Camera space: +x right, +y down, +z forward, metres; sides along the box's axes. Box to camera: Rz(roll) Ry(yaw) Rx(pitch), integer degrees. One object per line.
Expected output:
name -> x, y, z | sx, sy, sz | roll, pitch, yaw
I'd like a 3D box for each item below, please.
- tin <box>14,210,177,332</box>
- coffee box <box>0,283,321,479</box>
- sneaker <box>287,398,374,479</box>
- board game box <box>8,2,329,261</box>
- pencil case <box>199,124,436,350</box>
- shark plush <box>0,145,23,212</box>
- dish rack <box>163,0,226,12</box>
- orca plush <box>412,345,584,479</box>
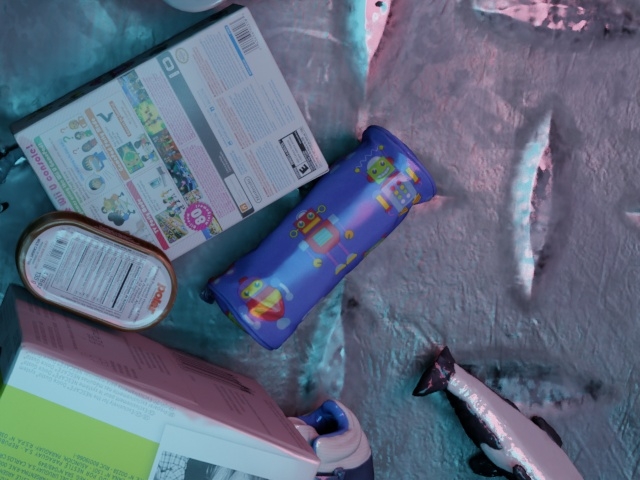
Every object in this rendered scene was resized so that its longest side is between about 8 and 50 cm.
tin -> -0.253, 0.038, 1.542 | 0.189, 0.040, 0.106 | 23, 101, -19
coffee box -> -0.251, 0.288, 1.519 | 0.338, 0.337, 0.334 | 23, 92, -16
sneaker -> -0.054, 0.327, 1.612 | 0.323, 0.130, 0.236 | -38, 129, -40
board game box -> -0.176, -0.108, 1.595 | 0.303, 0.097, 0.224 | -30, 110, -8
pencil case -> 0.000, 0.000, 1.652 | 0.306, 0.133, 0.119 | -44, 83, -5
shark plush -> -0.398, -0.050, 1.599 | 0.067, 0.073, 0.161 | 42, 65, -35
dish rack -> -0.154, -0.426, 1.513 | 0.333, 0.072, 0.285 | 38, 91, 17
orca plush -> 0.221, 0.276, 1.757 | 0.287, 0.151, 0.102 | 37, 120, -18
